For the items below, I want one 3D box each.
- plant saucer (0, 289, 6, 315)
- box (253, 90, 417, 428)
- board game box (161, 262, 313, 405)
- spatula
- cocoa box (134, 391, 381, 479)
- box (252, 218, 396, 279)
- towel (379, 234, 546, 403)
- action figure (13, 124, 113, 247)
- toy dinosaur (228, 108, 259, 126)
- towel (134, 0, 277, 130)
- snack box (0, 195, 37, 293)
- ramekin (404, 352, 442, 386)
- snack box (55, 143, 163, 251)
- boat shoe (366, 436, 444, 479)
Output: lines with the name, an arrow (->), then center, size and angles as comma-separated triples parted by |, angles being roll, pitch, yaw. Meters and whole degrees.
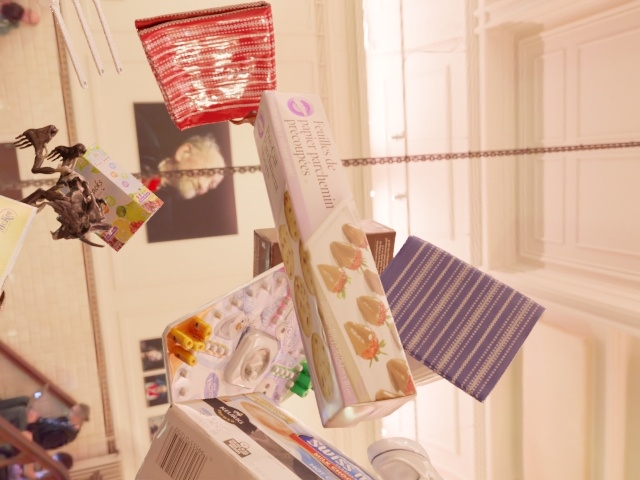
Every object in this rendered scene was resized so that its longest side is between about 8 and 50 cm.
plant saucer -> -0.867, 0.198, 1.345 | 0.198, 0.199, 0.036 | 55, -10, 55
box -> 0.000, 0.000, 0.494 | 0.067, 0.063, 0.323 | 119, -38, -53
board game box -> -0.131, 0.254, 1.112 | 0.050, 0.390, 0.389 | 25, -54, 33
spatula -> -0.477, -0.435, 1.075 | 0.168, 0.019, 0.242 | -60, 146, -54
cocoa box -> -0.072, 0.407, 0.767 | 0.347, 0.228, 0.231 | 27, -85, 30
box -> 0.011, 0.060, 1.496 | 0.143, 0.382, 0.191 | 32, -58, 56
towel -> 0.264, 0.155, 1.159 | 0.336, 0.243, 0.040 | 32, -12, 26
action figure -> -0.494, -0.080, 1.028 | 0.164, 0.141, 0.275 | 34, 25, -59
toy dinosaur -> -0.107, -0.198, 0.905 | 0.082, 0.090, 0.047 | -133, -153, -79
towel -> -0.168, -0.272, 0.880 | 0.275, 0.199, 0.031 | 98, -21, -72
snack box -> -0.439, 0.036, 0.568 | 0.060, 0.187, 0.322 | -54, -151, 25
ramekin -> 0.278, 0.282, 1.554 | 0.135, 0.277, 0.277 | -33, -123, 26
snack box -> -0.512, -0.097, 1.295 | 0.174, 0.207, 0.070 | -39, -166, 32
boat shoe -> 0.169, 0.430, 0.946 | 0.258, 0.095, 0.084 | 47, 18, -33
